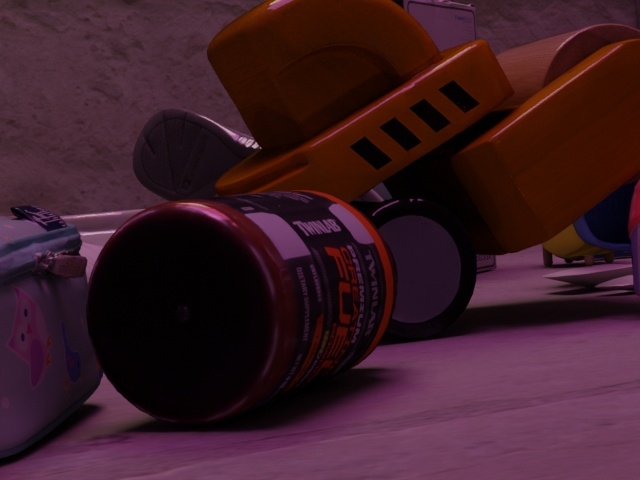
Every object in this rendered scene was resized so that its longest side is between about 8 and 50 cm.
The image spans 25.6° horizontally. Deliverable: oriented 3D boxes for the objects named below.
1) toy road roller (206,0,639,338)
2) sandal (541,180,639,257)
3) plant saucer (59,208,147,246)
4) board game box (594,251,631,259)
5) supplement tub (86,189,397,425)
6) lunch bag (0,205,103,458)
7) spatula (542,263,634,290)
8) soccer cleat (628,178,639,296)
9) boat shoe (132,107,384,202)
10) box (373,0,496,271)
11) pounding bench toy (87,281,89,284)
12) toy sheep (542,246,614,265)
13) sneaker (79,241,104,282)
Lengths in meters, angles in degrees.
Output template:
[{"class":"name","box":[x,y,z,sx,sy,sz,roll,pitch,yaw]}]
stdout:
[{"class":"toy road roller","box":[0.068,-0.093,1.003,0.330,0.240,0.202,-33,11,-16]},{"class":"sandal","box":[0.338,-0.033,1.280,0.317,0.126,0.138,-8,6,-41]},{"class":"plant saucer","box":[-0.226,0.022,1.421,0.401,0.100,0.400,-4,2,0]},{"class":"board game box","box":[0.403,-0.007,1.576,0.201,0.035,0.136,-4,2,11]},{"class":"supplement tub","box":[-0.026,0.027,0.716,0.106,0.106,0.198,-4,3,24]},{"class":"lunch bag","box":[-0.248,0.046,0.666,0.279,0.107,0.224,-5,2,6]},{"class":"spatula","box":[0.324,0.024,1.163,0.242,0.019,0.168,-6,2,-27]},{"class":"soccer cleat","box":[0.312,0.008,0.979,0.248,0.095,0.083,10,-1,-31]},{"class":"boat shoe","box":[-0.038,-0.034,1.335,0.320,0.118,0.103,24,2,32]},{"class":"box","box":[0.101,-0.104,1.472,0.087,0.289,0.169,-3,3,32]},{"class":"pounding bench toy","box":[-0.182,0.041,0.986,0.052,0.083,0.065,-6,2,-38]},{"class":"toy sheep","box":[0.267,-0.018,1.484,0.091,0.091,0.132,-7,3,-40]},{"class":"sneaker","box":[-0.319,0.036,1.142,0.293,0.108,0.169,-3,-1,13]}]
